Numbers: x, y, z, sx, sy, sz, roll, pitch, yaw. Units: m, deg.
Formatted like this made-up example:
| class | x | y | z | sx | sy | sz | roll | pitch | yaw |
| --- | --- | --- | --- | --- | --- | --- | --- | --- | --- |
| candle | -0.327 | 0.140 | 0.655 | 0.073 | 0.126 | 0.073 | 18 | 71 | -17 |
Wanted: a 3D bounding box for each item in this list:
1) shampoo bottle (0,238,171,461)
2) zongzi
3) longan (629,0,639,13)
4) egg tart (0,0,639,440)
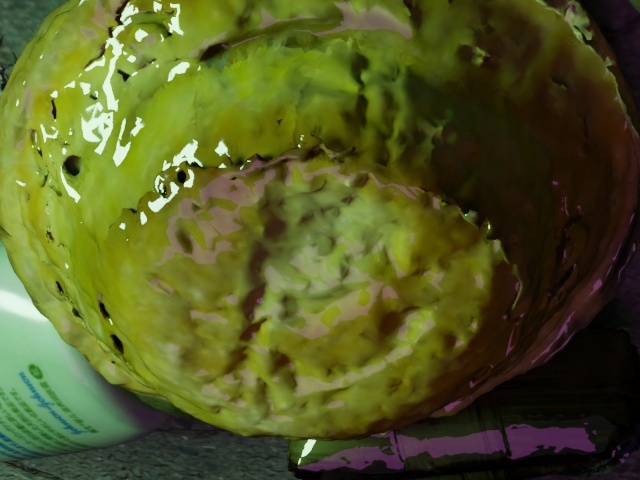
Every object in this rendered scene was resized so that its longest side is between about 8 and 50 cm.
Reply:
| class | x | y | z | sx | sy | sz | roll | pitch | yaw |
| --- | --- | --- | --- | --- | --- | --- | --- | --- | --- |
| shampoo bottle | -0.293 | 0.100 | 1.118 | 0.349 | 0.151 | 0.222 | -15 | 133 | 27 |
| zongzi | 0.129 | 0.167 | 1.162 | 0.286 | 0.138 | 0.300 | -5 | 156 | 7 |
| longan | 0.182 | -0.208 | 0.489 | 0.318 | 0.319 | 0.319 | 5 | 143 | 4 |
| egg tart | 0.000 | 0.000 | 0.857 | 0.443 | 0.178 | 0.443 | 1 | 130 | 1 |
